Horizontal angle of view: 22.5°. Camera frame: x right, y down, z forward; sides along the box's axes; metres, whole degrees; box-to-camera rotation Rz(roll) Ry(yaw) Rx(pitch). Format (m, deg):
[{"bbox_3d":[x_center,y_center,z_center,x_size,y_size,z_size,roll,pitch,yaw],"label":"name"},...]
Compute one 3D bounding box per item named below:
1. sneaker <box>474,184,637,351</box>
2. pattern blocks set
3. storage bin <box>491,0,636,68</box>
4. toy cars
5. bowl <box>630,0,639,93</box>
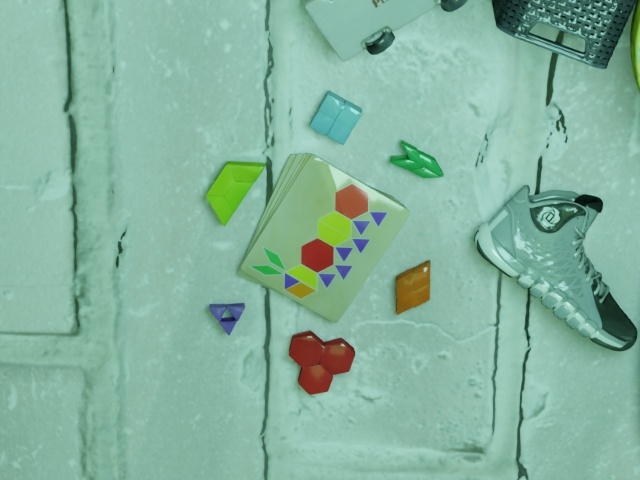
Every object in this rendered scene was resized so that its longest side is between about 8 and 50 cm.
[{"bbox_3d":[0.299,0.021,1.833,0.229,0.086,0.132,36,107,-9],"label":"sneaker"},{"bbox_3d":[0.000,0.000,1.874,0.285,0.026,0.325,38,109,-11],"label":"pattern blocks set"},{"bbox_3d":[0.252,-0.256,1.676,0.122,0.180,0.084,20,110,-4],"label":"storage bin"},{"bbox_3d":[0.109,-0.370,1.695,0.177,0.087,0.393,14,116,-12],"label":"toy cars"},{"bbox_3d":[0.449,-0.230,1.677,0.290,0.156,0.289,-3,113,-6],"label":"bowl"}]
